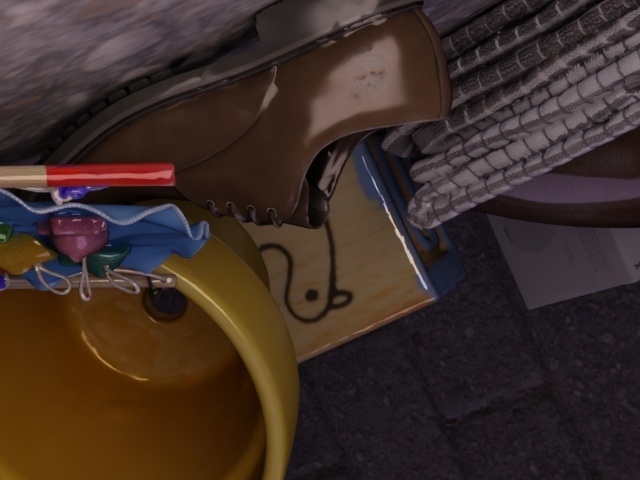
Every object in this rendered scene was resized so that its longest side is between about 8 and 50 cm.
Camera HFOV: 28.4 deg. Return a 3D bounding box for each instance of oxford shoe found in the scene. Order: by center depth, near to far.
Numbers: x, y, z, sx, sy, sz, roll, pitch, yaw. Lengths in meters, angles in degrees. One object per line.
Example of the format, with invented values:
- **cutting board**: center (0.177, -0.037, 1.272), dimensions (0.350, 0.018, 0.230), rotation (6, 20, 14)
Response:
- **oxford shoe**: center (-0.045, -0.038, 0.584), dimensions (0.227, 0.096, 0.083), rotation (-23, -178, 22)

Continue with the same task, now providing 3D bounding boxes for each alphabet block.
- **alphabet block**: center (0.000, 0.000, 1.192), dimensions (0.197, 0.192, 0.193), rotation (-26, 177, 16)

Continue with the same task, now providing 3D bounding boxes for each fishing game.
- **fishing game**: center (-0.141, 0.009, 0.546), dimensions (0.189, 0.041, 0.264), rotation (0, 170, -10)

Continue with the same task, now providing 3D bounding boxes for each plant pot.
- **plant pot**: center (-0.130, 0.075, 0.852), dimensions (0.254, 0.254, 0.239), rotation (-25, -165, 16)
- **plant pot**: center (0.210, -0.104, 1.222), dimensions (0.230, 0.215, 0.215), rotation (-8, 171, -28)

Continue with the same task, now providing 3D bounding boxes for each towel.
- **towel**: center (0.197, -0.136, 0.938), dimensions (0.284, 0.121, 0.235), rotation (-28, 179, 40)

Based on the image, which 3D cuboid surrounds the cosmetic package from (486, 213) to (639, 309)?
- **cosmetic package**: center (0.346, -0.049, 1.685), dimensions (0.138, 0.224, 0.225), rotation (-23, 180, -28)

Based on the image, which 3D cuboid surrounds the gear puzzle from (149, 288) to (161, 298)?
- **gear puzzle**: center (-0.182, 0.048, 1.550), dimensions (0.175, 0.044, 0.339), rotation (-13, -179, -29)
